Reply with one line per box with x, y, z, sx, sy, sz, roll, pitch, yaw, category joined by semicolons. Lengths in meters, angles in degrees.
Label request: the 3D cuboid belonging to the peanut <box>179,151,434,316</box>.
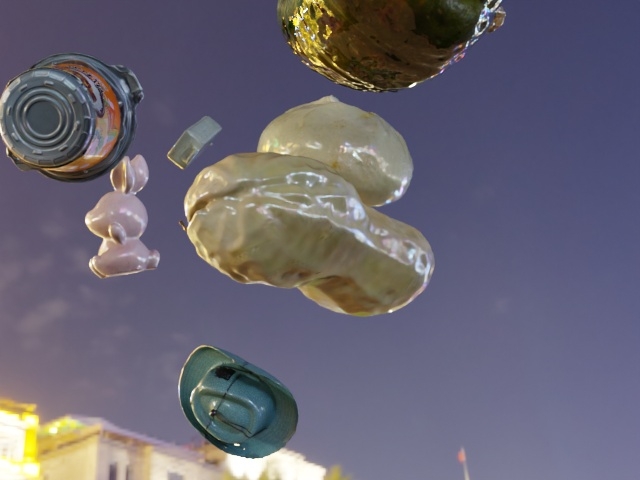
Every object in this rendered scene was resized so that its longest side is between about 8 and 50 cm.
0.000;0.000;0.913;0.149;0.149;0.313;-27;-38;32;peanut

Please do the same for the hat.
-0.127;0.233;1.218;0.190;0.078;0.138;30;-70;11;hat

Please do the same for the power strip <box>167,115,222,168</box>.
-0.269;-0.213;1.873;0.052;0.272;0.078;38;-76;-7;power strip

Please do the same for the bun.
0.026;-0.126;1.156;0.222;0.222;0.128;8;-75;-20;bun

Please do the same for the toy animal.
-0.352;-0.043;1.518;0.124;0.213;0.124;-3;-4;0;toy animal

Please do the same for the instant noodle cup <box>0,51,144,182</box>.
-0.346;-0.162;1.151;0.177;0.125;0.208;43;-83;-3;instant noodle cup

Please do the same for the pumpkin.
0.081;-0.239;0.753;0.189;0.260;0.260;22;-39;-18;pumpkin
